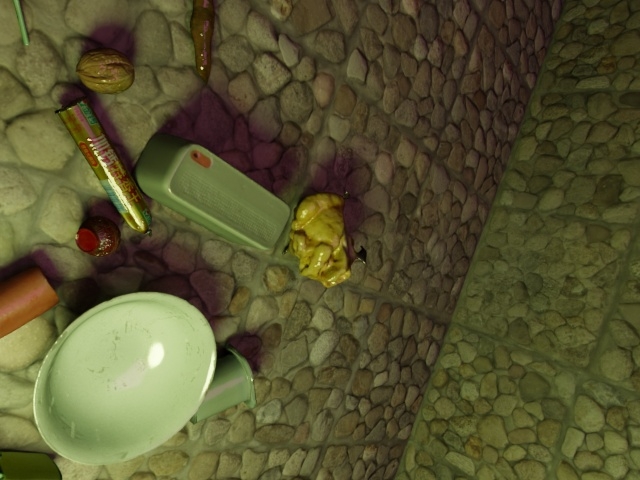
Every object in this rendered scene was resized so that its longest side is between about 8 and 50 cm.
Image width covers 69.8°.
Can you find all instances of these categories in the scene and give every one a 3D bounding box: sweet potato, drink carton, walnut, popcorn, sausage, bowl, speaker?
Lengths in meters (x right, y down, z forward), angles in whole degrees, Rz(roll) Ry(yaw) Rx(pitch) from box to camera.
[{"bbox_3d":[-0.306,-0.545,1.188,0.067,0.067,0.274,-13,116,-40],"label":"sweet potato"},{"bbox_3d":[-0.317,0.440,1.391,0.189,0.191,0.185,-11,111,-34],"label":"drink carton"},{"bbox_3d":[-0.487,-0.383,1.040,0.124,0.105,0.105,-21,116,-32],"label":"walnut"},{"bbox_3d":[0.000,0.000,1.526,0.297,0.281,0.316,8,65,-79],"label":"popcorn"},{"bbox_3d":[-0.501,-0.155,1.108,0.082,0.082,0.371,-39,127,-28],"label":"sausage"},{"bbox_3d":[-0.501,0.309,1.161,0.435,0.196,0.435,-15,113,-40],"label":"bowl"},{"bbox_3d":[-0.278,-0.122,1.251,0.406,0.184,0.183,33,80,-44],"label":"speaker"},{"bbox_3d":[-0.709,0.161,0.986,0.259,0.113,0.113,-35,124,-31],"label":"sausage"}]

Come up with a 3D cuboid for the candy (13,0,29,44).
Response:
[{"bbox_3d":[-0.617,-0.540,0.902,0.084,0.078,0.287,-25,126,-44],"label":"candy"}]

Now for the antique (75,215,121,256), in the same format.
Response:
[{"bbox_3d":[-0.533,-0.010,1.108,0.104,0.104,0.104,-14,112,-40],"label":"antique"}]

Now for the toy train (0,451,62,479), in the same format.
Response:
[{"bbox_3d":[-0.790,0.658,1.031,0.253,0.160,0.397,39,75,-50],"label":"toy train"}]
